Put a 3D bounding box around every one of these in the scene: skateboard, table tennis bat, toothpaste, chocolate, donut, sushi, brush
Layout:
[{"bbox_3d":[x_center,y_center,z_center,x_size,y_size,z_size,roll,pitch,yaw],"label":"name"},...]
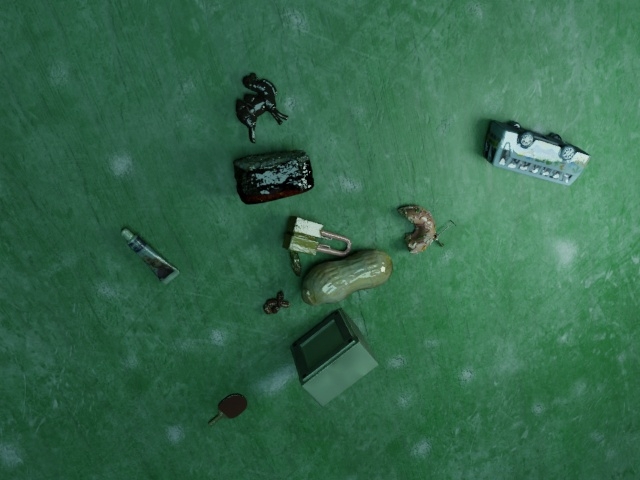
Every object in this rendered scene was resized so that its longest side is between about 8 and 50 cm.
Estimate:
[{"bbox_3d":[0.414,-0.022,1.813,0.083,0.032,0.064,-42,124,8],"label":"skateboard"},{"bbox_3d":[-0.322,0.585,1.892,0.156,0.013,0.087,-40,117,3],"label":"table tennis bat"},{"bbox_3d":[-0.504,0.043,1.619,0.062,0.037,0.216,-36,120,2],"label":"toothpaste"},{"bbox_3d":[0.081,0.113,1.734,0.309,0.134,0.134,-22,115,-5],"label":"chocolate"},{"bbox_3d":[0.319,-0.039,1.762,0.116,0.065,0.166,-19,116,-4],"label":"donut"},{"bbox_3d":[-0.135,-0.187,1.561,0.224,0.136,0.126,-13,111,0],"label":"sushi"},{"bbox_3d":[0.000,0.000,1.705,0.233,0.047,0.103,14,90,-33],"label":"brush"}]

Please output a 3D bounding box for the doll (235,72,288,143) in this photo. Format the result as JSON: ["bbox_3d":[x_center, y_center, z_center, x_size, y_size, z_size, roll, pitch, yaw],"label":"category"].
[{"bbox_3d":[-0.174,-0.371,1.520,0.139,0.057,0.165,-31,106,2],"label":"doll"}]

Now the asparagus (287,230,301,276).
[{"bbox_3d":[-0.080,0.040,1.717,0.030,0.036,0.165,-4,114,9],"label":"asparagus"}]

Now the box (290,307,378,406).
[{"bbox_3d":[0.033,0.366,1.769,0.225,0.225,0.117,-38,115,3],"label":"box"}]

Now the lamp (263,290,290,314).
[{"bbox_3d":[-0.145,0.206,1.771,0.083,0.031,0.063,-26,114,3],"label":"lamp"}]

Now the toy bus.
[{"bbox_3d":[0.671,-0.274,1.733,0.329,0.109,0.136,12,119,-16],"label":"toy bus"}]
